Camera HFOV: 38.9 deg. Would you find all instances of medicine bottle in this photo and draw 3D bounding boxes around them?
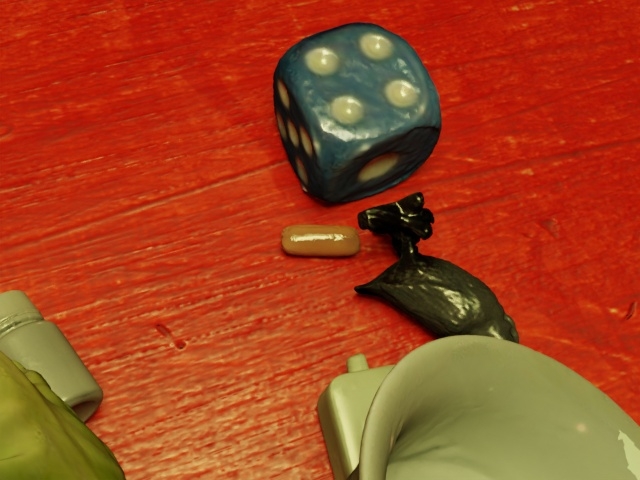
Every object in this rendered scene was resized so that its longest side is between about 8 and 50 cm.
[{"bbox_3d":[-0.266,0.115,0.831,0.080,0.080,0.130,-32,71,-21],"label":"medicine bottle"}]

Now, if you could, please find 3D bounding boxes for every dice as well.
[{"bbox_3d":[0.037,-0.134,0.964,0.147,0.143,0.146,-18,67,-16],"label":"dice"}]

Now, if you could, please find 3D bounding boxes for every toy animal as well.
[{"bbox_3d":[0.111,0.060,0.908,0.117,0.121,0.210,-33,77,-1],"label":"toy animal"}]

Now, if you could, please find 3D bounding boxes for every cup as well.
[{"bbox_3d":[0.134,0.257,0.675,0.347,0.163,0.347,23,40,-22],"label":"cup"}]

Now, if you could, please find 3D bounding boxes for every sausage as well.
[{"bbox_3d":[0.000,0.000,0.952,0.083,0.034,0.034,1,63,-6],"label":"sausage"}]

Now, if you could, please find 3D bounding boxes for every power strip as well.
[{"bbox_3d":[0.080,0.280,0.806,0.091,0.062,0.385,-9,65,-15],"label":"power strip"}]

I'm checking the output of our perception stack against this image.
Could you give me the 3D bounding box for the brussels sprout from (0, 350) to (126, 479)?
[{"bbox_3d":[-0.282,0.231,0.658,0.289,0.281,0.354,-23,70,-6],"label":"brussels sprout"}]
